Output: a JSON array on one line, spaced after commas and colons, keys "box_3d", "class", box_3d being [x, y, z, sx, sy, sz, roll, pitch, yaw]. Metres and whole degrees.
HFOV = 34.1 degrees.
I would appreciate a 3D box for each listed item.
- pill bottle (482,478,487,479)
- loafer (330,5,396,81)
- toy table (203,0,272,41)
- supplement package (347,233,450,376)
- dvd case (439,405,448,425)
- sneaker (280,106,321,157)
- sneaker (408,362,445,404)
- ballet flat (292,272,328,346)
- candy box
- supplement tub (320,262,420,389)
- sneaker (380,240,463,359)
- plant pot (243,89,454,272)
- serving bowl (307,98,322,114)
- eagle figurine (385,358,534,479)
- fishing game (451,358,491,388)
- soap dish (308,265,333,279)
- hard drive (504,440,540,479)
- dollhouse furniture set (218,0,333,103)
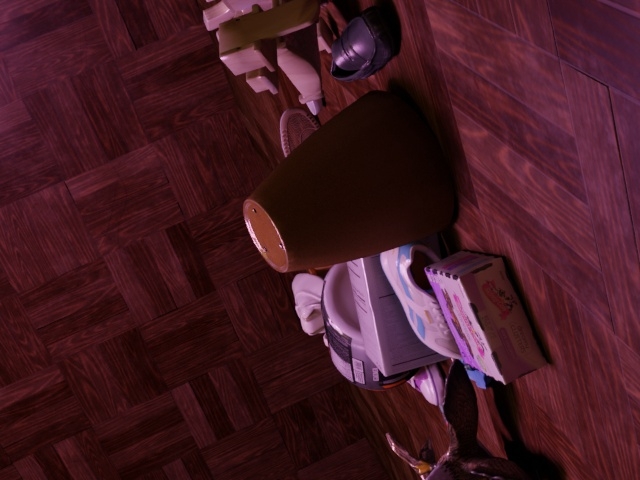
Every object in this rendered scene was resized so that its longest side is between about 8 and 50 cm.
[{"box_3d": [0.325, 0.491, 2.214, 0.043, 0.043, 0.083, -135, 21, -70], "class": "pill bottle"}, {"box_3d": [0.057, -0.273, 1.496, 0.223, 0.078, 0.076, 131, 114, -82], "class": "loafer"}, {"box_3d": [-0.149, -0.476, 2.015, 0.252, 0.161, 0.274, 92, 153, -74], "class": "toy table"}, {"box_3d": [0.132, 0.080, 1.758, 0.134, 0.139, 0.244, -138, 35, -73], "class": "supplement package"}, {"box_3d": [0.286, 0.393, 2.297, 0.119, 0.013, 0.087, 67, 173, -16], "class": "dvd case"}, {"box_3d": [-0.032, -0.183, 2.378, 0.282, 0.099, 0.153, 65, 172, -23], "class": "sneaker"}, {"box_3d": [0.154, 0.262, 2.252, 0.282, 0.161, 0.102, 59, 169, 37], "class": "sneaker"}, {"box_3d": [0.034, 0.188, 2.471, 0.400, 0.139, 0.139, 26, 146, 43], "class": "ballet flat"}, {"box_3d": [0.232, 0.105, 1.496, 0.196, 0.070, 0.165, -167, 53, -82], "class": "candy box"}, {"box_3d": [0.111, 0.168, 2.047, 0.338, 0.207, 0.207, 80, 164, -65], "class": "supplement tub"}, {"box_3d": [0.181, 0.098, 1.640, 0.229, 0.087, 0.092, 54, 164, -14], "class": "sneaker"}, {"box_3d": [0.024, -0.063, 1.530, 0.237, 0.254, 0.237, 47, 153, 33], "class": "plant pot"}, {"box_3d": [-0.016, -0.301, 2.145, 0.083, 0.027, 0.083, 156, 90, -83], "class": "serving bowl"}, {"box_3d": [0.247, 0.361, 1.751, 0.298, 0.226, 0.225, 120, 173, -47], "class": "eagle figurine"}, {"box_3d": [0.239, 0.178, 1.818, 0.264, 0.041, 0.189, 135, 110, -80], "class": "fishing game"}, {"box_3d": [0.000, 0.000, 2.670, 0.291, 0.118, 0.229, -127, 15, -64], "class": "soap dish"}, {"box_3d": [0.362, 0.425, 1.810, 0.094, 0.022, 0.135, -129, 16, -64], "class": "hard drive"}, {"box_3d": [0.005, -0.316, 1.562, 0.355, 0.174, 0.303, 45, -145, -54], "class": "dollhouse furniture set"}]
